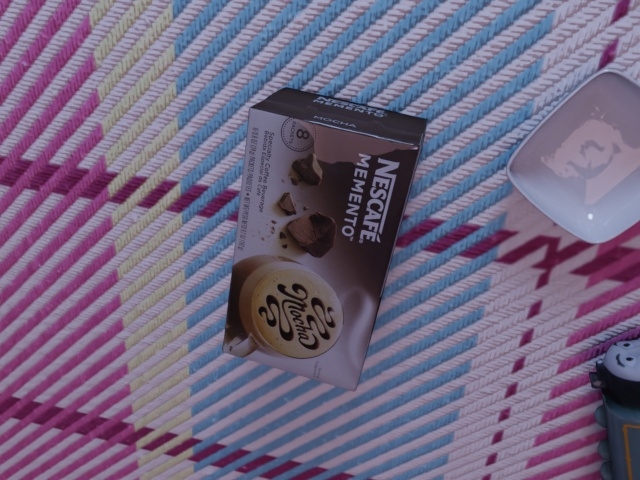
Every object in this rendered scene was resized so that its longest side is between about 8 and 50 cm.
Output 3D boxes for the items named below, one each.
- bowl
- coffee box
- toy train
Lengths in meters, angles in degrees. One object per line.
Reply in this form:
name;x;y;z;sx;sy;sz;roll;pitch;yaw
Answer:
bowl;0.274;-0.083;0.525;0.142;0.053;0.142;38;116;-5
coffee box;0.000;0.000;0.591;0.168;0.119;0.297;16;117;8
toy train;0.424;0.255;0.603;0.190;0.142;0.333;-7;112;27
